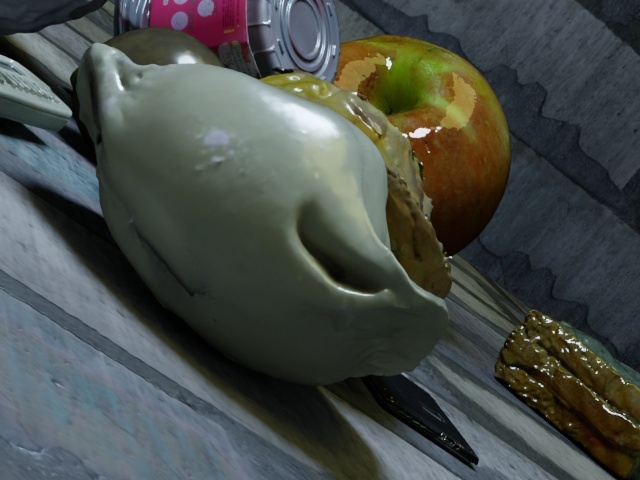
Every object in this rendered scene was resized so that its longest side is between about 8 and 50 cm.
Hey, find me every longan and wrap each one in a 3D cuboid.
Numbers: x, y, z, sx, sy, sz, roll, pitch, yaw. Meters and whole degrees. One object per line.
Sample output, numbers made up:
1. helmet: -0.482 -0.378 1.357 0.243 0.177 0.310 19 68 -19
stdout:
1. longan: -0.171 -0.142 1.834 0.187 0.167 0.167 33 4 21

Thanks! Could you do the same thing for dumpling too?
1. dumpling: -0.068 0.002 1.467 0.395 0.233 0.315 35 -27 15

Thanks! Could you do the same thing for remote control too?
1. remote control: -0.311 -0.144 1.603 0.090 0.049 0.230 38 7 13

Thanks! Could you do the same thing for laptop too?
1. laptop: 0.091 0.164 1.785 0.129 0.016 0.180 36 5 -22

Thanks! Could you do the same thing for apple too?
1. apple: 0.096 -0.114 2.418 0.340 0.339 0.339 37 6 -5

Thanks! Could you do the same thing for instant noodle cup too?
1. instant noodle cup: -0.092 -0.235 1.985 0.182 0.302 0.258 -5 -8 31

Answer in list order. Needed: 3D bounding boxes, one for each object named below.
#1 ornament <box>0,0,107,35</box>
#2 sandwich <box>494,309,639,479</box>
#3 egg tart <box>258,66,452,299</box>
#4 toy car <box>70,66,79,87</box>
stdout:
1. ornament: -0.348 -0.405 2.003 0.337 0.337 0.337 37 6 -5
2. sandwich: 0.416 0.232 2.588 0.262 0.131 0.325 38 5 19
3. egg tart: -0.007 -0.055 1.686 0.352 0.150 0.352 29 -26 15
4. toy car: -0.178 -0.153 2.134 0.235 0.145 0.235 47 16 -18
